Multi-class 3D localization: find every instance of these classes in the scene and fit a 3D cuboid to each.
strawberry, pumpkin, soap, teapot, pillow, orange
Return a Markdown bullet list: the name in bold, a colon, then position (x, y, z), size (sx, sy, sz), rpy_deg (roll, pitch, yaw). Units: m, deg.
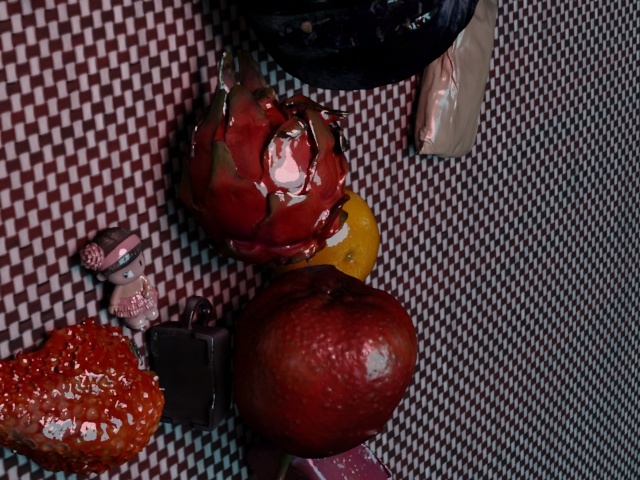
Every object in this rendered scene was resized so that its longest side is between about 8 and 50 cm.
- **strawberry**: position (-0.248, 0.182, 1.445), size (0.236, 0.107, 0.175), rpy_deg (-34, 124, -44)
- **pumpkin**: position (0.041, -0.350, 1.546), size (0.363, 0.266, 0.363), rpy_deg (-2, 90, -66)
- **soap**: position (0.011, 0.327, 1.768), size (0.112, 0.182, 0.289), rpy_deg (-50, 139, -34)
- **teapot**: position (-0.141, 0.149, 1.602), size (0.096, 0.087, 0.177), rpy_deg (-28, 122, -60)
- **pillow**: position (0.198, -0.251, 1.968), size (0.173, 0.067, 0.270), rpy_deg (3, 96, -59)
- **orange**: position (0.000, 0.000, 1.723), size (0.155, 0.134, 0.154), rpy_deg (-16, 121, -27)

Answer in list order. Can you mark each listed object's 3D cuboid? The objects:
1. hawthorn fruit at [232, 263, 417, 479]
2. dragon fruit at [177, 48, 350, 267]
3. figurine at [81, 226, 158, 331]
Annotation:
- **hawthorn fruit**: position (-0.015, 0.166, 1.595), size (0.210, 0.230, 0.266), rpy_deg (17, 107, -31)
- **dragon fruit**: position (-0.068, -0.084, 1.554), size (0.193, 0.192, 0.274), rpy_deg (-37, 115, -32)
- **figurine**: position (-0.223, 0.043, 1.495), size (0.072, 0.054, 0.129), rpy_deg (-35, 133, -26)
